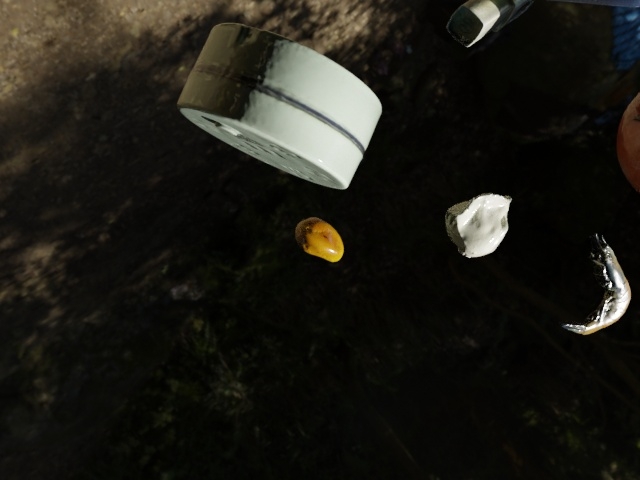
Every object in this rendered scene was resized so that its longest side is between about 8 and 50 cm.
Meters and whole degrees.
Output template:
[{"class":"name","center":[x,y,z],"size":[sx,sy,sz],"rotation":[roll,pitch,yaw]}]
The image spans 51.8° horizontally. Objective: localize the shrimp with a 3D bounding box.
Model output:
[{"class":"shrimp","center":[0.638,0.119,1.561],"size":[0.198,0.262,0.051],"rotation":[-34,-151,-8]}]

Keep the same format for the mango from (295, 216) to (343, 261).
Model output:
[{"class":"mango","center":[0.000,0.000,1.343],"size":[0.060,0.114,0.080],"rotation":[-40,-163,48]}]

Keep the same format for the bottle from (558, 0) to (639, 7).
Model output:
[{"class":"bottle","center":[0.604,-0.534,1.390],"size":[0.082,0.244,0.072],"rotation":[-3,106,-67]}]

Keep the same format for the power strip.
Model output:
[{"class":"power strip","center":[-0.065,-0.223,1.174],"size":[0.357,0.357,0.161],"rotation":[37,77,-80]}]

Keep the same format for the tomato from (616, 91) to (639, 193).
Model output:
[{"class":"tomato","center":[0.705,-0.181,1.248],"size":[0.265,0.265,0.265],"rotation":[-36,170,-8]}]

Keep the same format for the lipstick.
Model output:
[{"class":"lipstick","center":[0.331,-0.446,1.259],"size":[0.253,0.077,0.079],"rotation":[-39,170,-41]}]

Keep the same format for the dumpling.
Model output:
[{"class":"dumpling","center":[0.294,-0.031,1.200],"size":[0.127,0.108,0.188],"rotation":[-30,151,6]}]
